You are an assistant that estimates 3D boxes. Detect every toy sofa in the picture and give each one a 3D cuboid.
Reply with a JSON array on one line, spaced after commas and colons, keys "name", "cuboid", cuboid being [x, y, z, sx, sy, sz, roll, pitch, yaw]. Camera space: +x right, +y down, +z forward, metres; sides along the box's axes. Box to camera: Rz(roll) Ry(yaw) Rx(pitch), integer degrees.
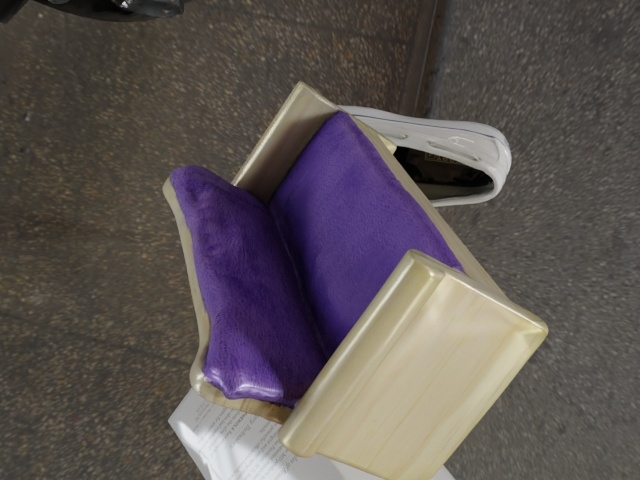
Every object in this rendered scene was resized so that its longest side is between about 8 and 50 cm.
[{"name": "toy sofa", "cuboid": [0.000, 0.000, 0.671, 0.177, 0.362, 0.150, 29, 107, -24]}]

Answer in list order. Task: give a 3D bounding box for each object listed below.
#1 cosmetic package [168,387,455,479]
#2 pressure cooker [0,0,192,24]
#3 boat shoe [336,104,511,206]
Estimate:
[{"name": "cosmetic package", "cuboid": [0.024, 0.277, 0.947, 0.365, 0.197, 0.155, 47, 112, 27]}, {"name": "pressure cooker", "cuboid": [-0.129, -0.347, 0.549, 0.420, 0.370, 0.375, -32, 92, 34]}, {"name": "boat shoe", "cuboid": [0.064, -0.078, 0.924, 0.268, 0.088, 0.096, 8, 123, 12]}]
